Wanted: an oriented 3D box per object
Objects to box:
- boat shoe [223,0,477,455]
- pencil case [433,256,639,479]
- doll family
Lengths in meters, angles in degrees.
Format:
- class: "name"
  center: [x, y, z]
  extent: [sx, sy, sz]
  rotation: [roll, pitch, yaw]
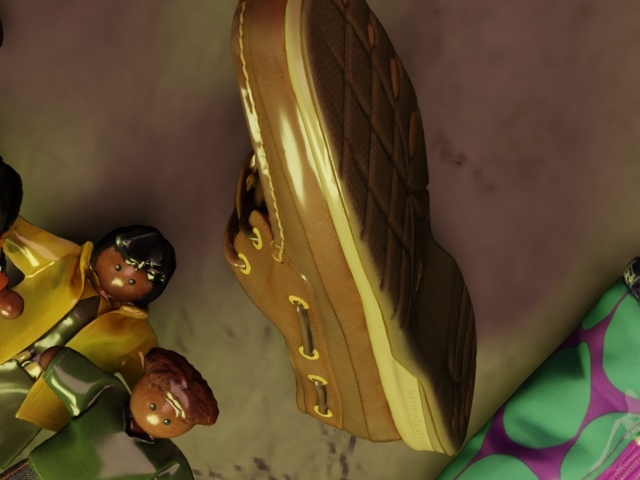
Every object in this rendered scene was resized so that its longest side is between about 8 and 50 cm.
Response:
- class: "boat shoe"
  center: [0.000, 0.000, 0.523]
  extent: [0.060, 0.064, 0.178]
  rotation: [0, 138, 18]
- class: "pencil case"
  center: [0.072, 0.081, 0.572]
  extent: [0.064, 0.070, 0.152]
  rotation: [38, 102, -8]
- class: "doll family"
  center: [-0.102, 0.008, 0.540]
  extent: [0.111, 0.076, 0.193]
  rotation: [-41, 102, 13]
